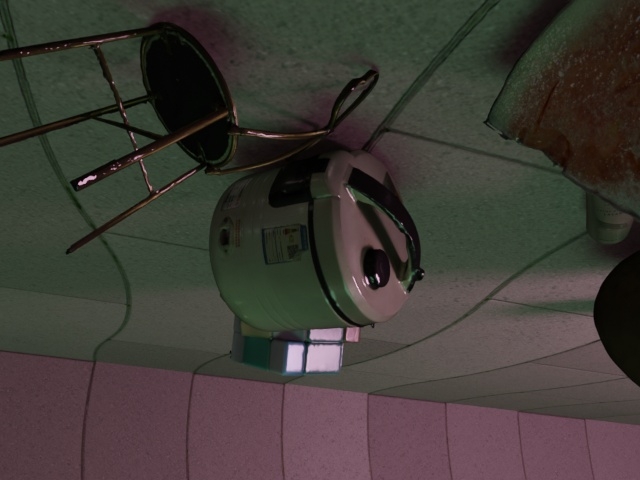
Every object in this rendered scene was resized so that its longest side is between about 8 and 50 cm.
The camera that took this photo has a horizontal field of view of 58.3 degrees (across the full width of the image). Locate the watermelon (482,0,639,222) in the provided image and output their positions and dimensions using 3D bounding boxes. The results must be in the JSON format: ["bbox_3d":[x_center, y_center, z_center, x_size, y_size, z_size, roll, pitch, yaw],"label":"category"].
[{"bbox_3d":[0.291,-0.110,0.430,0.213,0.201,0.261,1,155,-15],"label":"watermelon"}]

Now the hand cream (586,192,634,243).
[{"bbox_3d":[0.381,-0.054,0.747,0.087,0.054,0.186,-8,148,17],"label":"hand cream"}]

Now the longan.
[{"bbox_3d":[0.583,0.125,0.846,0.350,0.288,0.288,6,158,-17],"label":"longan"}]

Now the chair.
[{"bbox_3d":[-0.122,-0.126,0.557,0.326,0.170,0.160,-34,174,-33],"label":"chair"}]

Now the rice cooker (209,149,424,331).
[{"bbox_3d":[0.000,0.000,0.717,0.244,0.225,0.226,-7,155,32],"label":"rice cooker"}]

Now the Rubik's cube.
[{"bbox_3d":[-0.057,0.138,1.092,0.265,0.212,0.224,9,174,-40],"label":"Rubik's cube"}]
